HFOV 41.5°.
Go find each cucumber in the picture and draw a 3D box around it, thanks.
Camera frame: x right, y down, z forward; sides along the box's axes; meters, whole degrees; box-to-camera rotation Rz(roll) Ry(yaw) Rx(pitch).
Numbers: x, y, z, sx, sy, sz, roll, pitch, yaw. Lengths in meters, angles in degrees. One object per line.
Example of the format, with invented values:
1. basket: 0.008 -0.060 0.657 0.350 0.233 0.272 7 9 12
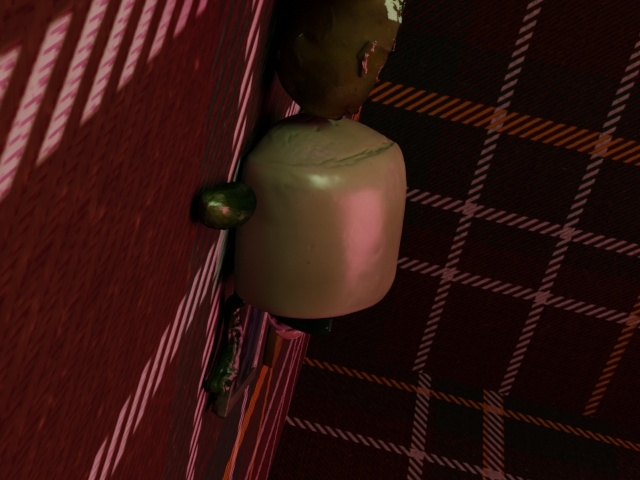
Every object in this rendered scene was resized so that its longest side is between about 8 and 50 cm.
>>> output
1. cucumber: -0.072 -0.028 0.693 0.155 0.037 0.037 -54 158 -80

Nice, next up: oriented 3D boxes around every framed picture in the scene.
1. framed picture: -0.076 0.045 1.066 0.232 0.024 0.315 -43 146 -84

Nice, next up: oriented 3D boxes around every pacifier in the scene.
1. pacifier: -0.064 0.110 1.360 0.078 0.081 0.099 -12 -97 57

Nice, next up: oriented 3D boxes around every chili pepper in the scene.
1. chili pepper: -0.096 0.109 0.908 0.055 0.035 0.118 -128 -126 -72

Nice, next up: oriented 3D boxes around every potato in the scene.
1. potato: 0.006 -0.219 0.803 0.164 0.081 0.201 1 -101 62

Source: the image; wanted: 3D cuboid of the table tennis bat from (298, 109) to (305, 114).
1. table tennis bat: 0.031 -0.169 1.175 0.170 0.119 0.108 -73 176 -66

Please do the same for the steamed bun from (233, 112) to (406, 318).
1. steamed bun: 0.012 -0.031 0.888 0.250 0.154 0.200 -49 150 -68

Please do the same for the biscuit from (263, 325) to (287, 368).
1. biscuit: -0.068 0.131 1.579 0.142 0.028 0.221 -44 147 -85

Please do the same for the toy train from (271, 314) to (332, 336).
1. toy train: 0.000 0.000 1.310 0.178 0.138 0.330 -61 -171 26
